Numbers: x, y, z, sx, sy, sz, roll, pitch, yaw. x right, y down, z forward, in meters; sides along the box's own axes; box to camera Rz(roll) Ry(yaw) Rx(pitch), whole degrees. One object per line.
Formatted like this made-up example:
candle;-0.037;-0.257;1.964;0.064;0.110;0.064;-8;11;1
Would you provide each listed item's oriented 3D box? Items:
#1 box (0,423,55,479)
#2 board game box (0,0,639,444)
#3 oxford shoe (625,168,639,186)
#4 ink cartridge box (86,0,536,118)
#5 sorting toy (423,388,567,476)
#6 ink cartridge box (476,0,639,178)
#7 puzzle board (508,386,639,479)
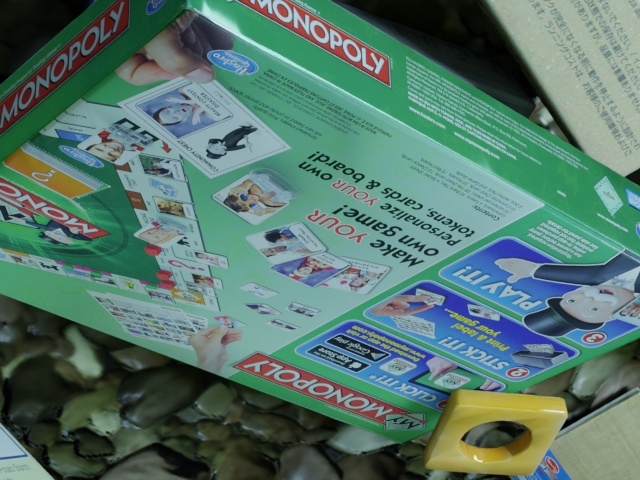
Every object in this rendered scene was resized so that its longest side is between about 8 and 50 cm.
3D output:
box;-0.210;0.187;0.628;0.213;0.243;0.117;-47;168;3
board game box;0.000;0.000;0.638;0.317;0.046;0.213;25;140;-36
oxford shoe;0.182;-0.006;0.721;0.083;0.096;0.227;27;116;-32
ink cartridge box;-0.012;-0.064;0.655;0.207;0.046;0.097;16;119;-26
sorting toy;0.069;0.209;0.831;0.196;0.047;0.348;-3;137;-3
ink cartridge box;0.139;-0.166;0.594;0.193;0.088;0.235;-34;127;9
puzzle board;0.183;0.152;0.891;0.096;0.011;0.128;-31;127;10
